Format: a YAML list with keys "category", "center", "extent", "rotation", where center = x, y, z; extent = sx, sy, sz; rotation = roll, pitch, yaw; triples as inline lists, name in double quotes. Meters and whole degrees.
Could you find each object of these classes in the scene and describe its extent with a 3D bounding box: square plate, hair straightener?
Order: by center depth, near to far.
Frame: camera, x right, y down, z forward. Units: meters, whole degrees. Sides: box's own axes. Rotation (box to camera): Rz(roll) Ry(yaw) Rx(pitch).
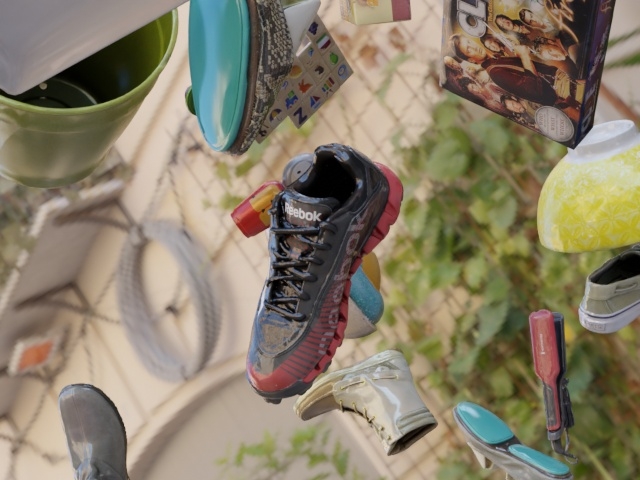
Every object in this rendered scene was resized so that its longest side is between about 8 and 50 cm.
- category: "square plate"
  center: [-0.331, -0.335, 1.389]
  extent: [0.347, 0.049, 0.344]
  rotation: [-24, -38, 21]
- category: "hair straightener"
  center: [0.362, 0.219, 1.855]
  extent: [0.047, 0.230, 0.089]
  rotation: [-17, -15, 32]

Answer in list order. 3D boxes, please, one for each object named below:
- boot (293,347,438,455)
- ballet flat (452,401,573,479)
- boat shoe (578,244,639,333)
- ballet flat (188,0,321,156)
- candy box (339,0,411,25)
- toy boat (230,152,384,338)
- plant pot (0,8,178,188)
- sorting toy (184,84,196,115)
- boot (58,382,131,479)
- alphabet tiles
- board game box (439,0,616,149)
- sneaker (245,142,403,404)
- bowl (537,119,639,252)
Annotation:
- category: "boot"
  center: [0.075, 0.294, 2.102]
  extent: [0.213, 0.165, 0.077]
  rotation: [-25, -29, -4]
- category: "ballet flat"
  center: [0.252, 0.298, 1.701]
  extent: [0.072, 0.213, 0.068]
  rotation: [-5, -64, -40]
- category: "boat shoe"
  center: [0.548, 0.058, 2.129]
  extent: [0.302, 0.109, 0.094]
  rotation: [-32, -47, -42]
- category: "ballet flat"
  center: [-0.090, -0.344, 1.507]
  extent: [0.182, 0.164, 0.483]
  rotation: [-24, -61, -27]
- category: "candy box"
  center: [0.072, -0.428, 1.895]
  extent: [0.087, 0.183, 0.316]
  rotation: [-7, 12, -1]
- category: "toy boat"
  center: [0.000, 0.000, 1.788]
  extent: [0.148, 0.267, 0.318]
  rotation: [-36, -38, 3]
- category: "plant pot"
  center: [-0.433, -0.263, 1.980]
  extent: [0.366, 0.366, 0.353]
  rotation: [-27, -17, -26]
- category: "sorting toy"
  center: [-0.162, -0.223, 1.709]
  extent: [0.061, 0.042, 0.102]
  rotation: [14, -80, -48]
- category: "boot"
  center: [-0.315, 0.332, 1.735]
  extent: [0.083, 0.246, 0.161]
  rotation: [-14, 12, 4]
- category: "alphabet tiles"
  center: [-0.062, -0.297, 2.274]
  extent: [0.237, 0.009, 0.198]
  rotation: [-46, -49, -11]
- category: "board game box"
  center: [0.197, -0.214, 1.195]
  extent: [0.042, 0.165, 0.243]
  rotation: [-46, -28, -29]
- category: "sneaker"
  center: [-0.013, 0.022, 1.227]
  extent: [0.276, 0.097, 0.135]
  rotation: [-65, -32, -15]
- category: "bowl"
  center: [0.483, -0.107, 2.058]
  extent: [0.289, 0.156, 0.289]
  rotation: [-19, 15, 5]
